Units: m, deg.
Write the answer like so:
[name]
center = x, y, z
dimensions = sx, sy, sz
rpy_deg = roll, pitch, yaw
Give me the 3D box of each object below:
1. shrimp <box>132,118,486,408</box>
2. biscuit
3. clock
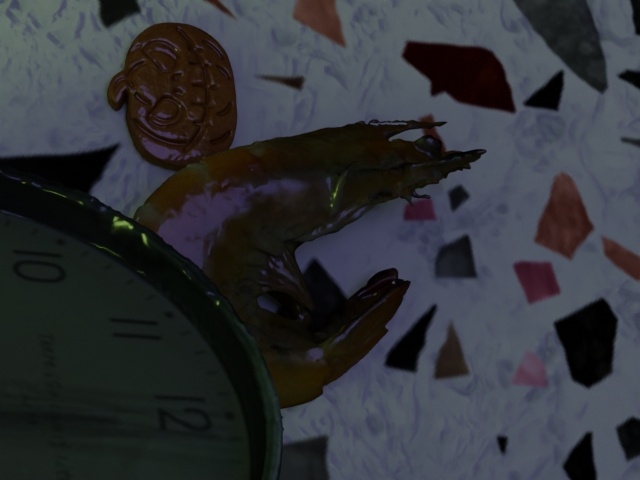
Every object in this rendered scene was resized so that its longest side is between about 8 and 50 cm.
[shrimp]
center = 0.000, 0.000, 0.731
dimensions = 0.249, 0.068, 0.150
rpy_deg = -31, 101, -27
[biscuit]
center = -0.086, -0.085, 0.739
dimensions = 0.078, 0.015, 0.091
rpy_deg = 0, 73, -28
[clock]
center = -0.165, 0.071, 0.529
dimensions = 0.313, 0.061, 0.312
rpy_deg = 16, 35, -11
